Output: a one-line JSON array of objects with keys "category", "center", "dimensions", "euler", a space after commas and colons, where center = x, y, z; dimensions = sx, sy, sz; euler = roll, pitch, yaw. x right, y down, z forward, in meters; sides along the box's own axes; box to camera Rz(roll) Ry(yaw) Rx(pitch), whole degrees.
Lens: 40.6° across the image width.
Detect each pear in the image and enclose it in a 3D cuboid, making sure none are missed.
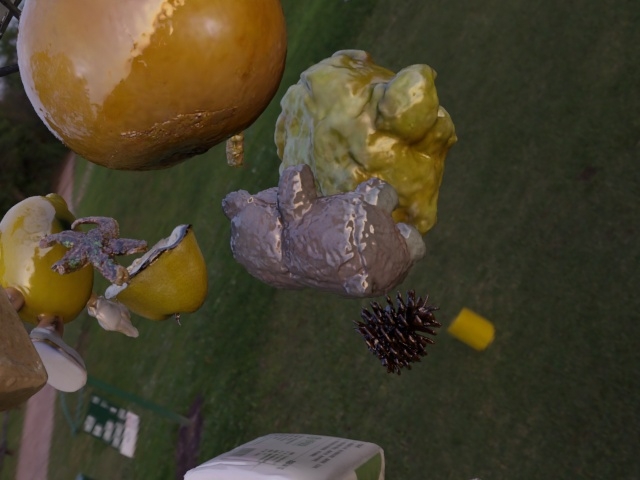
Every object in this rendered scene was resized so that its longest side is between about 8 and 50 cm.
[{"category": "pear", "center": [-0.338, 0.093, 1.952], "dimensions": [0.267, 0.178, 0.267], "euler": [-40, 15, 13]}]

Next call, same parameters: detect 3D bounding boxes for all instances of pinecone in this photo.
[{"category": "pinecone", "center": [0.165, 0.174, 1.749], "dimensions": [0.165, 0.163, 0.163], "euler": [-37, 18, 0]}]

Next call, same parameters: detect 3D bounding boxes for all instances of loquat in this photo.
[{"category": "loquat", "center": [-0.161, -0.189, 0.852], "dimensions": [0.263, 0.263, 0.263], "euler": [-52, 19, 26]}]

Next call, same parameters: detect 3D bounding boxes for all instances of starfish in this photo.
[{"category": "starfish", "center": [-0.335, 0.015, 1.266], "dimensions": [0.150, 0.209, 0.053], "euler": [-42, -47, -52]}]

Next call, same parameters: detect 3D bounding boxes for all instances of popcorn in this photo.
[{"category": "popcorn", "center": [0.065, -0.170, 1.495], "dimensions": [0.334, 0.292, 0.294], "euler": [16, 59, 31]}]

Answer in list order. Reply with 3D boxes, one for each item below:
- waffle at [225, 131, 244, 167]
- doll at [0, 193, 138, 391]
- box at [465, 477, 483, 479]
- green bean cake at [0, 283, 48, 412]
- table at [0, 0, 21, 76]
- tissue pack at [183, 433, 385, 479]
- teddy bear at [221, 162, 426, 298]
[{"category": "waffle", "center": [-0.198, -0.255, 1.985], "dimensions": [0.192, 0.046, 0.161], "euler": [-98, 10, -45]}, {"category": "doll", "center": [-0.502, 0.092, 1.598], "dimensions": [0.161, 0.348, 0.423], "euler": [-37, 5, 21]}, {"category": "box", "center": [0.120, 0.388, 1.134], "dimensions": [0.224, 0.069, 0.120], "euler": [-18, 57, 31]}, {"category": "green bean cake", "center": [-0.431, 0.125, 1.080], "dimensions": [0.085, 0.179, 0.109], "euler": [-37, -15, 12]}, {"category": "table", "center": [-0.580, -0.509, 1.627], "dimensions": [0.272, 0.222, 0.335], "euler": [-7, 55, 29]}, {"category": "tissue pack", "center": [-0.059, 0.466, 1.529], "dimensions": [0.356, 0.266, 0.194], "euler": [3, -92, -68]}, {"category": "teddy bear", "center": [0.000, 0.001, 1.163], "dimensions": [0.267, 0.236, 0.151], "euler": [8, 49, 47]}]
